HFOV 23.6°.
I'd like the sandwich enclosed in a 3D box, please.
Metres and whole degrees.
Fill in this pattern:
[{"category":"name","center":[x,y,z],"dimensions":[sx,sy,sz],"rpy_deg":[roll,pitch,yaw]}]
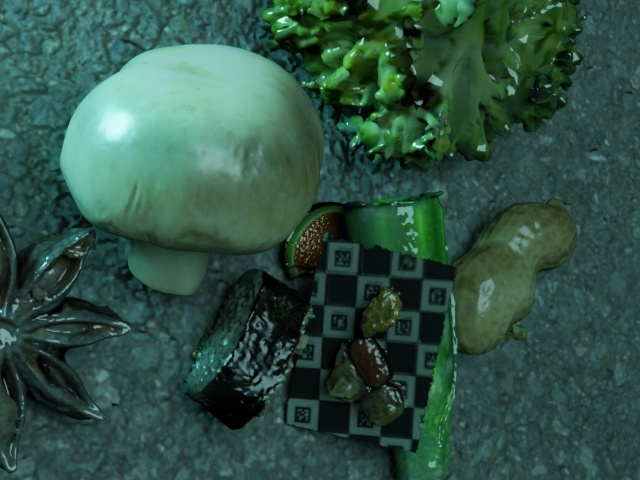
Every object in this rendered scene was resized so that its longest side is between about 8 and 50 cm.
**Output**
[{"category":"sandwich","center":[-0.004,0.000,1.572],"dimensions":[0.069,0.026,0.101],"rpy_deg":[34,68,-22]}]

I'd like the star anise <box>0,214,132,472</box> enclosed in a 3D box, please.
[{"category":"star anise","center":[-0.293,0.075,1.356],"dimensions":[0.223,0.109,0.236],"rpy_deg":[-26,109,-22]}]

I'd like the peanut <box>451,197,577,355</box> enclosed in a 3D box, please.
[{"category":"peanut","center":[0.200,0.030,1.640],"dimensions":[0.228,0.086,0.104],"rpy_deg":[-49,122,-29]}]

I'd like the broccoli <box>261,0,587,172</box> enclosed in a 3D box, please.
[{"category":"broccoli","center":[0.109,-0.250,1.584],"dimensions":[0.334,0.272,0.324],"rpy_deg":[-32,56,-23]}]

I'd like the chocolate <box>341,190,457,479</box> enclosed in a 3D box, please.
[{"category":"chocolate","center":[0.089,0.099,1.554],"dimensions":[0.110,0.110,0.291],"rpy_deg":[-8,93,-29]}]

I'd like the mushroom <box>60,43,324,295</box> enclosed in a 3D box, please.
[{"category":"mushroom","center":[-0.118,-0.053,1.421],"dimensions":[0.260,0.254,0.234],"rpy_deg":[-9,121,-31]}]

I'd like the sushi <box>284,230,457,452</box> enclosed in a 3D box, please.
[{"category":"sushi","center":[0.047,0.101,1.495],"dimensions":[0.139,0.031,0.201],"rpy_deg":[12,97,5]}]

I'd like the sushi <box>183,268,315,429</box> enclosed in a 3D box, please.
[{"category":"sushi","center":[-0.067,0.105,1.478],"dimensions":[0.078,0.090,0.150],"rpy_deg":[36,63,-21]}]
